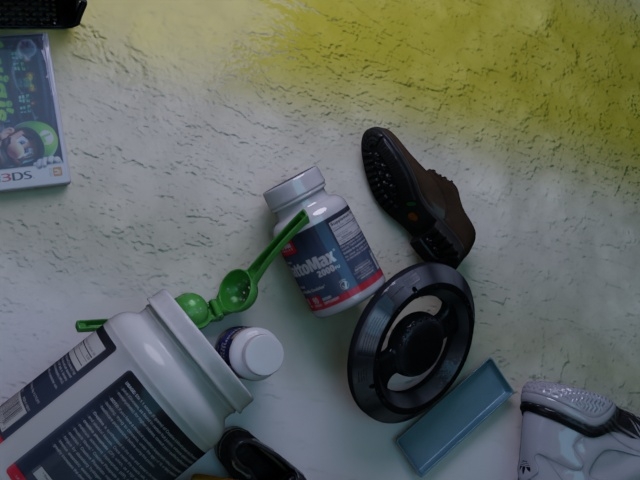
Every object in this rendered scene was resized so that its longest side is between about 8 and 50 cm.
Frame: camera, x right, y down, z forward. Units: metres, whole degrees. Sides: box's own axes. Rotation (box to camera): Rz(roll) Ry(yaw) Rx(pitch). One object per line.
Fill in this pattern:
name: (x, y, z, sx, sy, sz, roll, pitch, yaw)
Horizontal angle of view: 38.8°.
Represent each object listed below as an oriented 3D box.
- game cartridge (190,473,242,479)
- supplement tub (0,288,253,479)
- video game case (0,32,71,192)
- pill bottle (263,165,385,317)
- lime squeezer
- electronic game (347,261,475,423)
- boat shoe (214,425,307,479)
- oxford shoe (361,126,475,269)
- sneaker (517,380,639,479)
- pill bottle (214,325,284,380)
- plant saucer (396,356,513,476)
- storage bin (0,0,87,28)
game cartridge: (-0.071, 0.465, 1.113, 0.285, 0.053, 0.324, 10, 84, -1)
supplement tub: (-0.232, 0.203, 1.027, 0.272, 0.191, 0.191, -39, 100, -9)
video game case: (-0.403, -0.151, 1.096, 0.173, 0.022, 0.190, -9, 89, -21)
pill bottle: (0.000, 0.000, 1.193, 0.108, 0.108, 0.180, -30, 96, -20)
lime squeezer: (-0.143, 0.070, 1.137, 0.310, 0.110, 0.059, -26, 69, -6)
electronic game: (0.126, 0.139, 1.223, 0.229, 0.048, 0.229, -17, 117, -36)
boat shoe: (-0.053, 0.322, 1.171, 0.206, 0.065, 0.075, 47, 72, -12)
oxford shoe: (0.138, -0.069, 1.277, 0.096, 0.083, 0.227, -41, 101, -38)
sneaker: (0.436, 0.350, 1.323, 0.365, 0.137, 0.210, 21, 80, -13)
pill bottle: (-0.088, 0.142, 1.142, 0.067, 0.120, 0.067, 2, 85, -21)
plant saucer: (0.191, 0.249, 1.296, 0.192, 0.018, 0.067, -37, 99, -18)
storage bin: (-0.373, -0.305, 1.065, 0.180, 0.122, 0.084, -6, 88, -21)
